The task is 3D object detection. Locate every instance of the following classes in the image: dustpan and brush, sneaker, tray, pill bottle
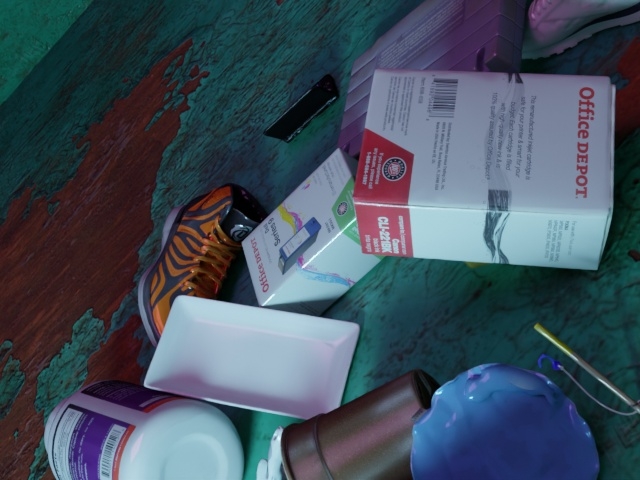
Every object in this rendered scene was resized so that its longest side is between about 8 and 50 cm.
[{"bbox_3d":[-0.052,0.295,1.259,0.147,0.060,0.211,-108,32,-51],"label":"dustpan and brush"},{"bbox_3d":[0.322,-0.311,1.377,0.235,0.095,0.090,-21,48,44],"label":"sneaker"},{"bbox_3d":[-0.176,0.028,1.671,0.180,0.124,0.321,-31,40,33],"label":"sneaker"},{"bbox_3d":[-0.089,0.159,1.429,0.270,0.030,0.145,8,62,17],"label":"tray"},{"bbox_3d":[-0.260,0.294,1.493,0.323,0.181,0.181,2,63,52],"label":"pill bottle"}]

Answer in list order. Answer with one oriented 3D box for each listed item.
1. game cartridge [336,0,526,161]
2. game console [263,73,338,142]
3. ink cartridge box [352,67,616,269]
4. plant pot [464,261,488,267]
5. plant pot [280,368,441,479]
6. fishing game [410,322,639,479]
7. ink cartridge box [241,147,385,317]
[{"bbox_3d":[0.155,-0.250,1.521,0.355,0.068,0.230,-32,35,48],"label":"game cartridge"},{"bbox_3d":[-0.038,-0.226,1.768,0.122,0.071,0.107,-39,37,21],"label":"game console"},{"bbox_3d":[0.187,-0.084,1.210,0.273,0.114,0.197,4,57,11],"label":"ink cartridge box"},{"bbox_3d":[0.193,-0.027,1.298,0.081,0.083,0.081,-17,48,43],"label":"plant pot"},{"bbox_3d":[0.071,0.234,1.168,0.165,0.167,0.167,-34,38,15],"label":"plant pot"},{"bbox_3d":[0.180,0.217,1.067,0.264,0.189,0.041,-55,-11,-1],"label":"fishing game"},{"bbox_3d":[0.000,0.000,1.507,0.212,0.093,0.154,-44,35,20],"label":"ink cartridge box"}]
